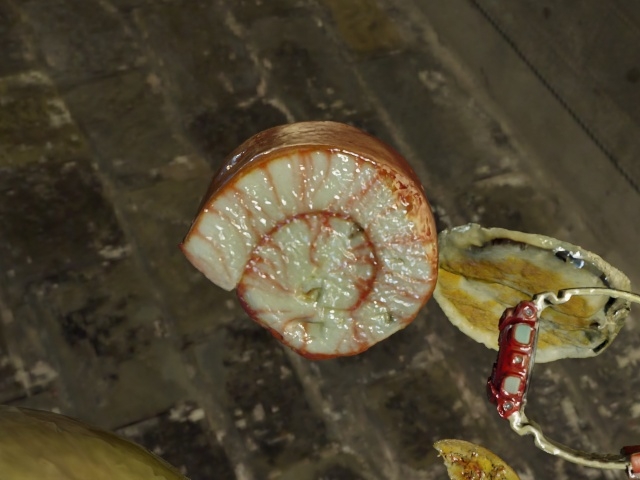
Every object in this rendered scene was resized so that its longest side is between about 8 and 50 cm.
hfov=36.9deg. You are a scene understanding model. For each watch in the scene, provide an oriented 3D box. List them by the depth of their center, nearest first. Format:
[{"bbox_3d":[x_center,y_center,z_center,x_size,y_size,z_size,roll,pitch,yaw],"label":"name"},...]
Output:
[{"bbox_3d":[0.286,0.134,0.876,0.102,0.268,0.165,9,-79,-80],"label":"watch"}]

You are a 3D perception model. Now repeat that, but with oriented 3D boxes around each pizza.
[{"bbox_3d":[0.113,0.164,0.666,0.083,0.016,0.037,31,114,29],"label":"pizza"}]

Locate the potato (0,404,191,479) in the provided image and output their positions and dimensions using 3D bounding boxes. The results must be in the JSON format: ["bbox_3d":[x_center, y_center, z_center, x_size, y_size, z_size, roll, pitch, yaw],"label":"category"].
[{"bbox_3d":[-0.170,0.247,0.471,0.442,0.385,0.320,14,-103,-73],"label":"potato"}]

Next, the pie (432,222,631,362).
[{"bbox_3d":[0.315,0.080,1.470,0.339,0.339,0.077,123,170,-60],"label":"pie"}]

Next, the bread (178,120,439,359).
[{"bbox_3d":[0.004,0.000,1.274,0.328,0.295,0.114,46,-163,-23],"label":"bread"}]
